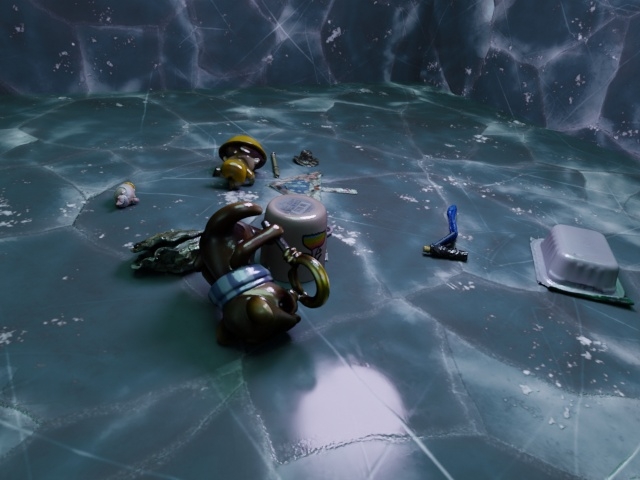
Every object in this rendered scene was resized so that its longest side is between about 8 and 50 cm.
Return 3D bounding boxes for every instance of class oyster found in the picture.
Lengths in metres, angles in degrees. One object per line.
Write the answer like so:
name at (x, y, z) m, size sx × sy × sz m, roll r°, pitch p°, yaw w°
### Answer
oyster at (-0.394, 0.025, 1.342) m, size 0.268 × 0.112 × 0.198 m, roll -9°, pitch 12°, yaw -10°

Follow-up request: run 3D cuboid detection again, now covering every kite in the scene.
kite at (-0.036, -0.211, 1.877) m, size 0.369 × 0.014 × 0.406 m, roll 4°, pitch 31°, yaw -3°

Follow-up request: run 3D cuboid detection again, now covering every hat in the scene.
hat at (-0.061, -0.373, 2.108) m, size 0.121 × 0.050 × 0.121 m, roll 7°, pitch 31°, yaw -4°

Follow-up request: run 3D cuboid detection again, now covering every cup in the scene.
cup at (-0.099, -0.005, 1.336) m, size 0.253 × 0.200 × 0.191 m, roll -19°, pitch 39°, yaw -35°

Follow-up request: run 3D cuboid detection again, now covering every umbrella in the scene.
umbrella at (0.401, 0.037, 1.517) m, size 0.144 × 0.037 × 0.040 m, roll 10°, pitch 44°, yaw 0°

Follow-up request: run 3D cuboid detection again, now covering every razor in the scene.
razor at (0.461, -0.049, 1.669) m, size 0.056 × 0.093 × 0.324 m, roll 49°, pitch 30°, yaw -7°

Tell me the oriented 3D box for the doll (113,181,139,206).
doll at (-0.658, -0.148, 1.608) m, size 0.084 × 0.073 × 0.127 m, roll 31°, pitch 21°, yaw -23°

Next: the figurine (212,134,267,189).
figurine at (-0.312, -0.313, 1.853) m, size 0.193 × 0.167 × 0.256 m, roll 16°, pitch 32°, yaw -10°

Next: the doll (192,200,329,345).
doll at (-0.165, 0.079, 1.131) m, size 0.209 × 0.318 × 0.339 m, roll 7°, pitch 48°, yaw -50°

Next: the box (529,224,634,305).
box at (0.828, 0.052, 1.507) m, size 0.264 × 0.105 × 0.336 m, roll 13°, pitch 32°, yaw 11°

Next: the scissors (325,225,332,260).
scissors at (0.000, 0.000, 1.521) m, size 0.111 × 0.021 × 0.212 m, roll -3°, pitch 31°, yaw -10°

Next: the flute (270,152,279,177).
flute at (-0.194, -0.323, 2.025) m, size 0.027 × 0.027 × 0.233 m, roll 0°, pitch 31°, yaw -11°
